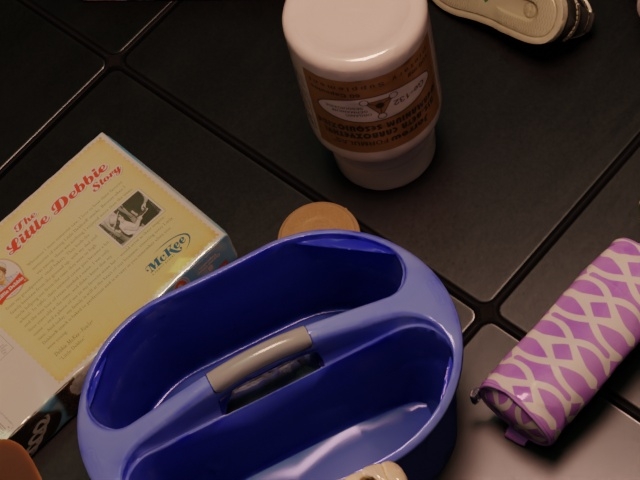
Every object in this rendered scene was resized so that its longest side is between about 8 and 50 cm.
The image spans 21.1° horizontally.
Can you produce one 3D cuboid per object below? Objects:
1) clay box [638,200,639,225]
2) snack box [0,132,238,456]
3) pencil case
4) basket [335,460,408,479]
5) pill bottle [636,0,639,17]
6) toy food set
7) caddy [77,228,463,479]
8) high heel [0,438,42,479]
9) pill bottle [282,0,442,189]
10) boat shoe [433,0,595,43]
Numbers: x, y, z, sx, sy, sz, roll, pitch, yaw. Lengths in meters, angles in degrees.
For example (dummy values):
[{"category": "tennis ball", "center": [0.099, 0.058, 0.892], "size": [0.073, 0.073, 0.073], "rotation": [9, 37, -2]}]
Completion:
[{"category": "clay box", "center": [0.353, 0.030, 1.496], "size": [0.053, 0.127, 0.222], "rotation": [-42, 61, -13]}, {"category": "snack box", "center": [-0.258, 0.061, 1.632], "size": [0.322, 0.060, 0.187], "rotation": [-43, 62, -15]}, {"category": "pencil case", "center": [0.230, 0.092, 1.506], "size": [0.206, 0.088, 0.086], "rotation": [-44, 55, -14]}, {"category": "basket", "center": [0.023, 0.385, 1.215], "size": [0.266, 0.331, 0.328], "rotation": [-27, 50, -7]}, {"category": "pill bottle", "center": [0.363, -0.315, 1.699], "size": [0.121, 0.121, 0.216], "rotation": [2, 60, 12]}, {"category": "toy food set", "center": [0.000, 0.000, 1.642], "size": [0.083, 0.020, 0.083], "rotation": [-10, 58, 4]}, {"category": "caddy", "center": [-0.039, 0.134, 1.480], "size": [0.341, 0.179, 0.241], "rotation": [-26, 60, -5]}, {"category": "high heel", "center": [-0.258, 0.367, 1.461], "size": [0.127, 0.181, 0.377], "rotation": [0, 64, -40]}, {"category": "pill bottle", "center": [0.046, -0.148, 1.597], "size": [0.131, 0.229, 0.131], "rotation": [-5, 59, 8]}, {"category": "boat shoe", "center": [0.175, -0.265, 1.745], "size": [0.079, 0.084, 0.233], "rotation": [-15, 40, -44]}]
